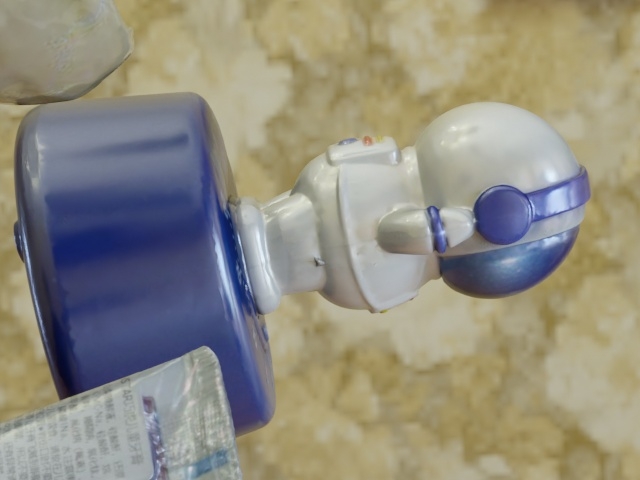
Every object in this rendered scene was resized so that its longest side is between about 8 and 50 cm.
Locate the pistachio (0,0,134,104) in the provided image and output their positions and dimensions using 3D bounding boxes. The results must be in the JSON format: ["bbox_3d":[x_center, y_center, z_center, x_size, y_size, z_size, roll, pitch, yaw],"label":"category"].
[{"bbox_3d":[-0.173,-0.135,0.935,0.153,0.137,0.238,-15,-14,34],"label":"pistachio"}]

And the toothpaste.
[{"bbox_3d":[-0.175,0.134,0.818,0.299,0.114,0.073,-17,-38,4],"label":"toothpaste"}]

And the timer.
[{"bbox_3d":[0.000,0.000,1.358,0.383,0.270,0.270,-12,6,2],"label":"timer"}]
